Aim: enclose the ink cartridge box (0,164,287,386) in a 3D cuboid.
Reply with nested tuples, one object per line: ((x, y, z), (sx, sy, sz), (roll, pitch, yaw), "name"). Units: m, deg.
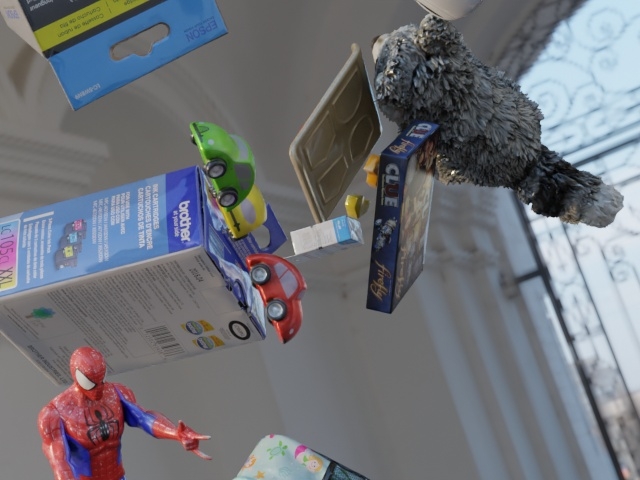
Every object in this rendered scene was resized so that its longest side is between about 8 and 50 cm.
((-0.244, 0.052, 1.701), (0.395, 0.151, 0.270), (-12, -34, 10), "ink cartridge box")

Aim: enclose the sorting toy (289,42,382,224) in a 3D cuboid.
((0.031, -0.131, 1.884), (0.041, 0.229, 0.307), (18, -25, 23), "sorting toy")

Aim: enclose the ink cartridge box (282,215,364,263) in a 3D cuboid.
((0.000, 0.000, 1.322), (0.083, 0.028, 0.048), (-17, -14, 17), "ink cartridge box")

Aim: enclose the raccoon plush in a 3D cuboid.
((0.277, -0.198, 1.871), (0.446, 0.216, 0.299), (19, -7, 13), "raccoon plush")

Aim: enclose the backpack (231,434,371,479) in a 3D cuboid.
((-0.014, 0.397, 1.697), (0.191, 0.253, 0.225), (-49, -19, -30), "backpack")

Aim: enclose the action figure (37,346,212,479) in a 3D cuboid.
((-0.154, 0.220, 0.950), (0.091, 0.281, 0.139), (-19, 27, -34), "action figure")

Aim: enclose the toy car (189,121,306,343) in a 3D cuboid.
((-0.078, -0.038, 1.253), (0.053, 0.239, 0.225), (-24, -43, -6), "toy car")

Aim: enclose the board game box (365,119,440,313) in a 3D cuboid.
((0.121, -0.037, 1.773), (0.042, 0.243, 0.165), (13, 27, 18), "board game box")

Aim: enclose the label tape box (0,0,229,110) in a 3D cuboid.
((-0.290, -0.360, 1.476), (0.240, 0.334, 0.106), (-31, 22, -24), "label tape box")

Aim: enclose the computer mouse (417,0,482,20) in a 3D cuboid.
((0.056, -0.252, 0.953), (0.106, 0.193, 0.042), (-51, -17, 24), "computer mouse")
